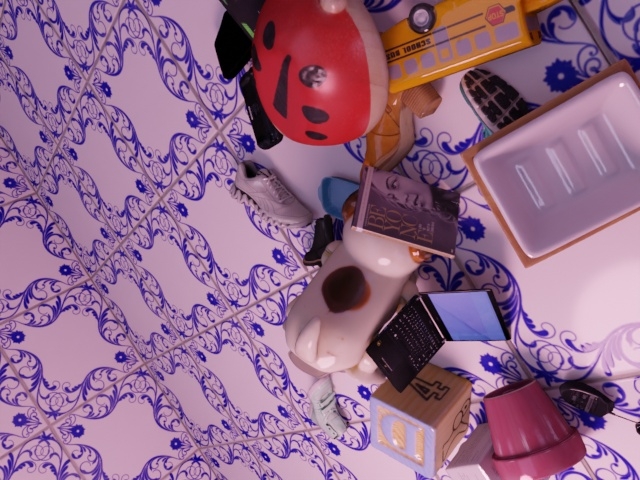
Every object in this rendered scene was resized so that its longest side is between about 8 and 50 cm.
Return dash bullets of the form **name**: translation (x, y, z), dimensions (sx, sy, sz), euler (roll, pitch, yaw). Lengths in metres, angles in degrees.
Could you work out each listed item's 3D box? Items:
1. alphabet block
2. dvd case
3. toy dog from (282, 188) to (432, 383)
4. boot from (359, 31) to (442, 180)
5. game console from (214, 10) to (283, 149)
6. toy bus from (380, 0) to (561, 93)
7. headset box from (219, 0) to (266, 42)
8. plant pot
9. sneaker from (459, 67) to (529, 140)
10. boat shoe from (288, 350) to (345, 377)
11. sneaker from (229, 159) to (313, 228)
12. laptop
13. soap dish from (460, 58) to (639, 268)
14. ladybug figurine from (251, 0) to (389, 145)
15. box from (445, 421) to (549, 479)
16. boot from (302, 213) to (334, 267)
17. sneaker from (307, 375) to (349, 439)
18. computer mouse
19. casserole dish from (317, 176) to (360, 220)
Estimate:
- **alphabet block**: translation (0.261, 0.454, 1.505), dimensions (0.193, 0.197, 0.192), euler (20, 127, 35)
- **dvd case**: translation (0.183, -0.063, 1.212), dimensions (0.221, 0.164, 0.018), euler (16, 148, -4)
- **toy dog**: translation (0.083, 0.082, 1.324), dimensions (0.285, 0.395, 0.407), euler (32, 96, 30)
- **boot**: translation (0.119, -0.283, 1.268), dimensions (0.211, 0.104, 0.295), euler (50, 134, 16)
- **game console**: translation (-0.175, -0.400, 1.432), dimensions (0.213, 0.044, 0.361), euler (-20, 86, 59)
- **toy bus**: translation (0.263, -0.372, 1.006), dimensions (0.333, 0.108, 0.130), euler (-11, 101, 35)
- **headset box**: translation (-0.123, -0.575, 1.204), dimensions (0.246, 0.131, 0.283), euler (50, 156, -15)
- **plant pot**: translation (0.465, 0.419, 1.303), dimensions (0.201, 0.201, 0.180), euler (-35, 72, 49)
- **sneaker**: translation (0.341, -0.197, 1.097), dimensions (0.275, 0.107, 0.110), euler (59, 152, 1)
- **boat shoe**: translation (0.027, 0.348, 1.764), dimensions (0.335, 0.095, 0.112), euler (-17, 105, 53)
- **sneaker**: translation (-0.138, -0.127, 1.609), dimensions (0.292, 0.110, 0.118), euler (31, 124, 27)
- **laptop**: translation (0.267, 0.230, 1.280), dimensions (0.137, 0.264, 0.234), euler (34, 165, 44)
- **soap dish**: translation (0.417, -0.123, 0.967), dimensions (0.291, 0.118, 0.228), euler (-30, 93, 13)
- **ladybug figurine**: translation (-0.019, -0.318, 1.104), dimensions (0.305, 0.162, 0.449), euler (45, 166, 9)
- **box**: translation (0.436, 0.570, 1.417), dimensions (0.181, 0.181, 0.119), euler (56, 140, 2)
- **boot**: translation (0.000, 0.000, 1.573), dimensions (0.198, 0.077, 0.136), euler (-4, 95, 65)
- **sneaker**: translation (0.037, 0.539, 1.853), dimensions (0.151, 0.094, 0.255), euler (38, 146, 30)
- **computer mouse**: translation (0.627, 0.356, 1.213), dimensions (0.242, 0.041, 0.071), euler (23, 138, 25)
- **casserole dish**: translation (0.075, -0.103, 1.460), dimensions (0.188, 0.037, 0.114), euler (21, 127, 34)
